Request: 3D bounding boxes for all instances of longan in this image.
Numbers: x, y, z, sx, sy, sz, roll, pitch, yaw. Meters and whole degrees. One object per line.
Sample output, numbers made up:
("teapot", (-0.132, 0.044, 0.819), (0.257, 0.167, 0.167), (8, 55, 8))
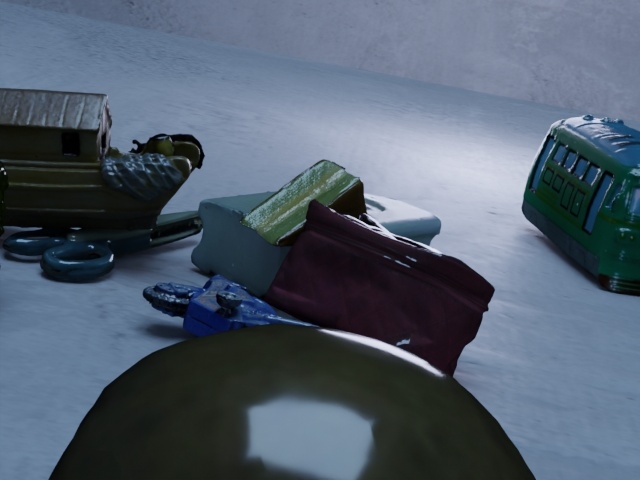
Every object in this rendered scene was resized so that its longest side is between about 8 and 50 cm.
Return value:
("longan", (-0.007, 0.181, 0.673), (0.297, 0.297, 0.297), (9, 16, -3))

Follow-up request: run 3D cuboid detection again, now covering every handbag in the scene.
("handbag", (0.063, 0.051, 1.358), (0.225, 0.135, 0.146), (23, -4, 38))

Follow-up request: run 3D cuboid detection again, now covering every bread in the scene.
("bread", (-0.017, -0.017, 1.470), (0.074, 0.084, 0.139), (32, 56, 34))

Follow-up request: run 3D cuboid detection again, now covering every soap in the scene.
("soap", (0.000, 0.000, 1.608), (0.172, 0.095, 0.289), (23, 20, 36))

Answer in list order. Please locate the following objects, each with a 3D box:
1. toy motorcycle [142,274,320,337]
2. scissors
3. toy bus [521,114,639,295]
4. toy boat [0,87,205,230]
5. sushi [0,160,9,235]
("toy motorcycle", (-0.085, 0.084, 1.319), (0.205, 0.076, 0.114), (22, 13, 34))
("scissors", (-0.243, -0.003, 1.565), (0.138, 0.041, 0.289), (21, 23, 34))
("toy bus", (0.449, -0.061, 1.928), (0.183, 0.200, 0.343), (7, 18, -16))
("toy boat", (-0.365, -0.098, 1.520), (0.445, 0.162, 0.136), (1, 16, 2))
("sushi", (-0.498, -0.037, 1.276), (0.351, 0.178, 0.294), (-3, 19, -42))
